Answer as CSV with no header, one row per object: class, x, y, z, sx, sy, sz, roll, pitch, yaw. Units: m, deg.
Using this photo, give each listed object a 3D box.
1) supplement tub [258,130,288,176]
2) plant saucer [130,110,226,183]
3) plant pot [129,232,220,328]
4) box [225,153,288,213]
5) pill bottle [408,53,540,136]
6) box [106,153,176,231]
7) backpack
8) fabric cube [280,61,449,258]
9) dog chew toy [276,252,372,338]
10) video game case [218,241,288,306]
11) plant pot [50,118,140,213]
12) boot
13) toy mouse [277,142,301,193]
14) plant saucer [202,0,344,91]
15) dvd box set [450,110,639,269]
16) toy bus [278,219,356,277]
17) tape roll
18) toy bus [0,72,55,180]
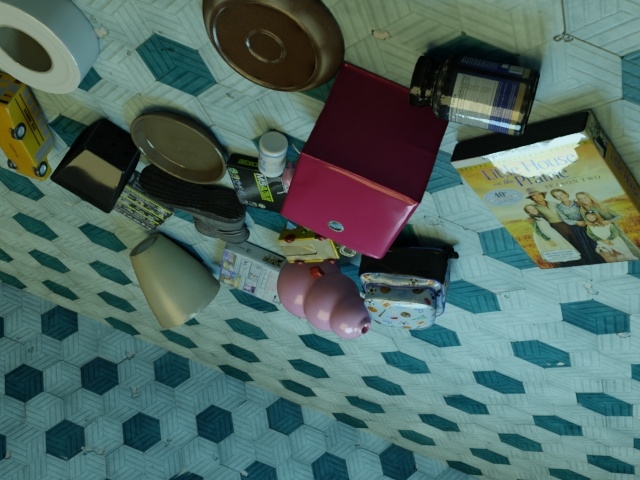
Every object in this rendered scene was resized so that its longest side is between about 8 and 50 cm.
supplement tub,-0.118,-0.212,1.761,0.071,0.071,0.107,20,151,4
plant saucer,-0.374,-0.250,1.912,0.277,0.041,0.278,17,151,10
plant pot,-0.529,0.119,2.487,0.256,0.256,0.274,-9,122,44
box,-0.146,-0.145,1.925,0.184,0.045,0.191,15,152,16
pill bottle,0.279,-0.273,1.315,0.219,0.123,0.123,16,151,14
box,-0.594,-0.144,2.234,0.270,0.060,0.216,33,150,-19
backpack,0.239,0.131,1.972,0.276,0.213,0.263,9,159,19
fabric cube,0.092,-0.159,1.503,0.254,0.259,0.258,24,152,-1
dog chew toy,0.021,0.173,2.105,0.332,0.206,0.207,36,164,38
video game case,-0.210,0.108,2.390,0.244,0.061,0.269,22,152,-2
plant pot,-0.605,-0.223,1.992,0.187,0.188,0.167,33,139,-18
boot,-0.374,-0.090,2.121,0.338,0.118,0.223,25,157,4
toy mouse,-0.042,-0.172,1.743,0.161,0.143,0.031,-18,-173,4
plant saucer,-0.105,-0.404,1.446,0.310,0.050,0.311,18,151,10
dvd box set,0.516,-0.087,1.529,0.307,0.062,0.420,-9,139,44
toy bus,-0.013,-0.003,1.992,0.202,0.104,0.191,30,136,-8
tape roll,-0.669,-0.477,1.671,0.286,0.100,0.286,17,152,9
toy bus,-0.862,-0.315,2.056,0.108,0.130,0.333,16,151,10
